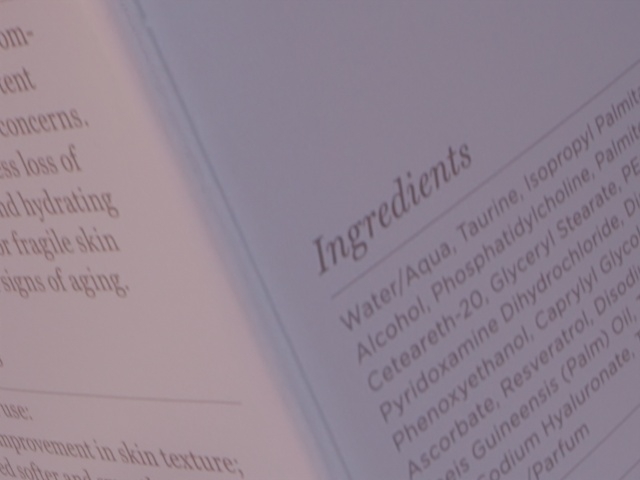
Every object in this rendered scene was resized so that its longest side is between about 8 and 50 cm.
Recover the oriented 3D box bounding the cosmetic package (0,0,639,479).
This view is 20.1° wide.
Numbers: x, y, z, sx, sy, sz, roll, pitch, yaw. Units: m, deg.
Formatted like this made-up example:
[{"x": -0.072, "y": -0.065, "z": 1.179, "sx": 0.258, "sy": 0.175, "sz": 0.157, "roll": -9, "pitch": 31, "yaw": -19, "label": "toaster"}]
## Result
[{"x": -0.018, "y": -0.036, "z": 0.821, "sx": 0.329, "sy": 0.393, "sz": 0.327, "roll": -1, "pitch": -152, "yaw": 49, "label": "cosmetic package"}]
